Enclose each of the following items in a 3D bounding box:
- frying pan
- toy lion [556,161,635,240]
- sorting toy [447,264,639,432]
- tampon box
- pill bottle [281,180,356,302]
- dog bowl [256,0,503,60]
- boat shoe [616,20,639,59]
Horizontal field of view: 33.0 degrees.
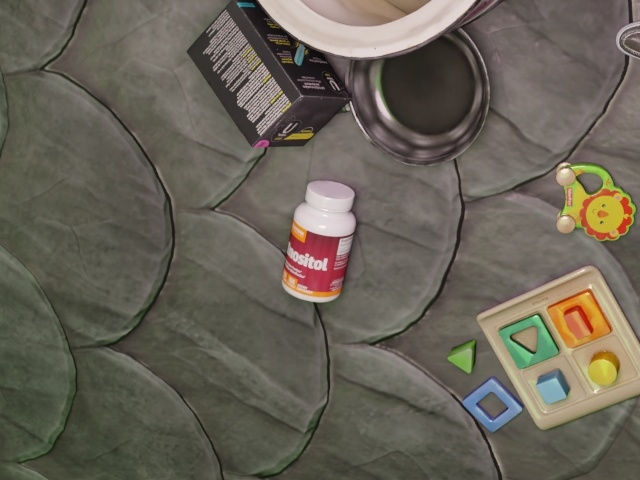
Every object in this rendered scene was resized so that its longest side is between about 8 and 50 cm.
[{"bbox_3d":[0.079,-0.163,1.387,0.326,0.053,0.197,-32,89,37],"label":"frying pan"},{"bbox_3d":[0.344,-0.048,1.352,0.096,0.034,0.100,-1,110,13],"label":"toy lion"},{"bbox_3d":[0.325,0.150,1.424,0.348,0.047,0.196,-28,99,26],"label":"sorting toy"},{"bbox_3d":[-0.063,-0.208,1.360,0.101,0.120,0.161,-42,72,29],"label":"tampon box"},{"bbox_3d":[0.000,0.000,1.461,0.086,0.086,0.152,17,115,13],"label":"pill bottle"},{"bbox_3d":[0.088,-0.402,1.173,0.408,0.150,0.407,8,103,38],"label":"dog bowl"},{"bbox_3d":[0.414,-0.224,1.250,0.142,0.040,0.049,12,114,15],"label":"boat shoe"}]
